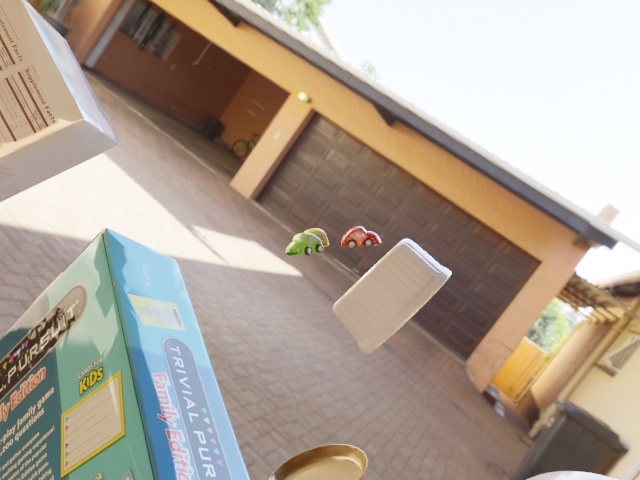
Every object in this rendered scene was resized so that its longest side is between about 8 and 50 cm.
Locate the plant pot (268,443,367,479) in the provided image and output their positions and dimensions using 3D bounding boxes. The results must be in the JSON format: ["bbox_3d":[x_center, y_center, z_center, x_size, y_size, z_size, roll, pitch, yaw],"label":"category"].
[{"bbox_3d":[-0.004,0.538,1.278,0.236,0.237,0.032,-103,178,-83],"label":"plant pot"}]

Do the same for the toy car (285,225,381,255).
[{"bbox_3d":[0.000,0.000,1.373,0.239,0.053,0.225,-2,5,36],"label":"toy car"}]

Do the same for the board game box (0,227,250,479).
[{"bbox_3d":[-0.165,0.195,0.370,0.079,0.254,0.336,33,20,-46],"label":"board game box"}]

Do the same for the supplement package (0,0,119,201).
[{"bbox_3d":[-0.481,-0.186,0.827,0.198,0.263,0.199,63,-5,-3],"label":"supplement package"}]

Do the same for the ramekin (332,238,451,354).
[{"bbox_3d":[0.157,0.122,1.311,0.135,0.277,0.277,46,6,6],"label":"ramekin"}]

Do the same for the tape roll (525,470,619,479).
[{"bbox_3d":[0.214,0.342,0.460,0.246,0.246,0.169,39,30,31],"label":"tape roll"}]
